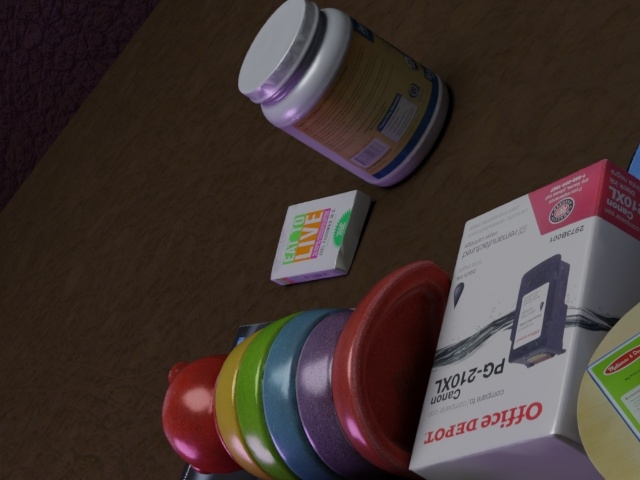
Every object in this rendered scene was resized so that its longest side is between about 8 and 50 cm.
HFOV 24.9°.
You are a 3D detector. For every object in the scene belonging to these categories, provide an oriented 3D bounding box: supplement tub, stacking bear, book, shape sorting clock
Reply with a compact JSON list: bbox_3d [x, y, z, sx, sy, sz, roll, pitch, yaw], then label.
[{"bbox_3d":[0.025,-0.164,1.587,0.144,0.200,0.144,-44,28,31],"label":"supplement tub"},{"bbox_3d":[-0.021,0.139,1.251,0.289,0.175,0.164,-15,6,43],"label":"stacking bear"},{"bbox_3d":[0.000,0.000,1.665,0.144,0.035,0.096,-13,55,57],"label":"book"},{"bbox_3d":[0.268,0.094,0.952,0.206,0.040,0.206,-20,43,19],"label":"shape sorting clock"}]

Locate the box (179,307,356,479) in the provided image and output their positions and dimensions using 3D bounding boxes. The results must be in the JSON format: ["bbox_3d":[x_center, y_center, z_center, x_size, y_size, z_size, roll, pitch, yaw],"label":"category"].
[{"bbox_3d":[-0.048,0.226,1.432,0.242,0.076,0.307,-13,51,58],"label":"box"}]

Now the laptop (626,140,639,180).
[{"bbox_3d":[0.276,-0.261,1.028,0.236,0.408,0.382,-35,10,-6],"label":"laptop"}]

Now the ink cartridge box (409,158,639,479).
[{"bbox_3d":[0.178,0.080,1.126,0.172,0.100,0.237,-27,40,51],"label":"ink cartridge box"}]
